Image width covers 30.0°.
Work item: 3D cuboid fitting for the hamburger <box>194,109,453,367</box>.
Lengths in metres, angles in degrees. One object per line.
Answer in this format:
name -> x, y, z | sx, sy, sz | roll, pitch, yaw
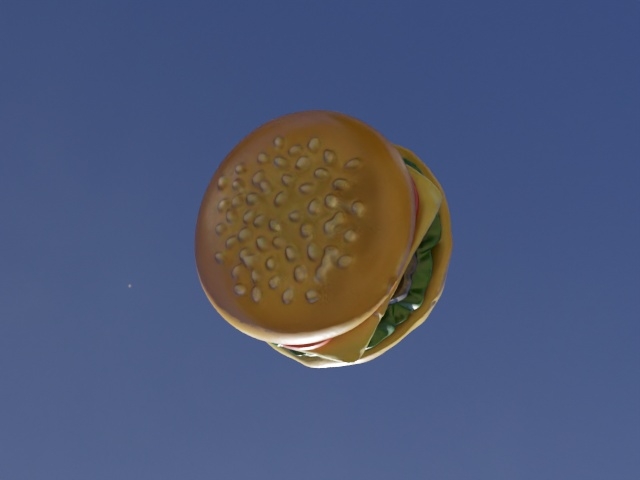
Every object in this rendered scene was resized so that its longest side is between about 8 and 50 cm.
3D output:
hamburger -> 0.000, 0.000, 0.738 | 0.162, 0.115, 0.162 | -8, -108, 26
